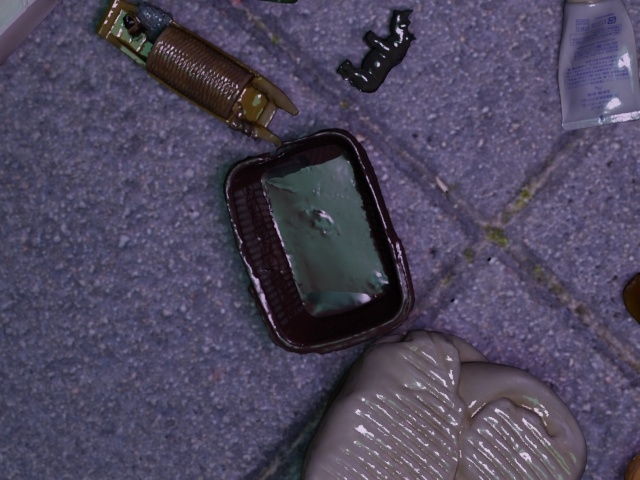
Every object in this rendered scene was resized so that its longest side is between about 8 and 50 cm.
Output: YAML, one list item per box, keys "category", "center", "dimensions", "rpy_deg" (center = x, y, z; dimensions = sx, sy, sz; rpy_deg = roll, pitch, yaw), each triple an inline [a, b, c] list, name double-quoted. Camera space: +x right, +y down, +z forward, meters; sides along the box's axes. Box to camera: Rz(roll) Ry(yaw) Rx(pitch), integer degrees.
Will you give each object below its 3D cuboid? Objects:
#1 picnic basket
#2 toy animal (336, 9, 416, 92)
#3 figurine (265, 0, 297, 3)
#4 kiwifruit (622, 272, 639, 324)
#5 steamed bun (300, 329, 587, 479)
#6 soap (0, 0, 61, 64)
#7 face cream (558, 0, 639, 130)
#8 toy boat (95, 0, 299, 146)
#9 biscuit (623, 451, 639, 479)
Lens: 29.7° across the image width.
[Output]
- category: "picnic basket"
  center: [0.000, 0.000, 1.690]
  dimensions: [0.223, 0.129, 0.296]
  rpy_deg: [-18, 95, 8]
- category: "toy animal"
  center: [0.087, -0.268, 1.690]
  dimensions: [0.065, 0.047, 0.135]
  rpy_deg: [38, 97, -7]
- category: "figurine"
  center: [-0.091, -0.449, 1.648]
  dimensions: [0.185, 0.127, 0.234]
  rpy_deg: [10, 108, 10]
- category: "kiwifruit"
  center: [0.482, 0.097, 1.699]
  dimensions: [0.124, 0.075, 0.075]
  rpy_deg: [41, 98, -6]
- category: "steamed bun"
  center: [0.143, 0.321, 1.663]
  dimensions: [0.342, 0.255, 0.367]
  rpy_deg: [40, 73, 8]
- category: "soap"
  center: [-0.450, -0.300, 1.685]
  dimensions: [0.183, 0.121, 0.064]
  rpy_deg: [-43, 94, 7]
- category: "face cream"
  center: [0.379, -0.267, 1.670]
  dimensions: [0.114, 0.070, 0.224]
  rpy_deg: [-9, 109, 6]
- category: "toy boat"
  center: [-0.171, -0.236, 1.676]
  dimensions: [0.310, 0.115, 0.089]
  rpy_deg: [34, 98, 0]
- category: "biscuit"
  center: [0.463, 0.442, 1.721]
  dimensions: [0.216, 0.047, 0.339]
  rpy_deg: [18, 106, -6]
